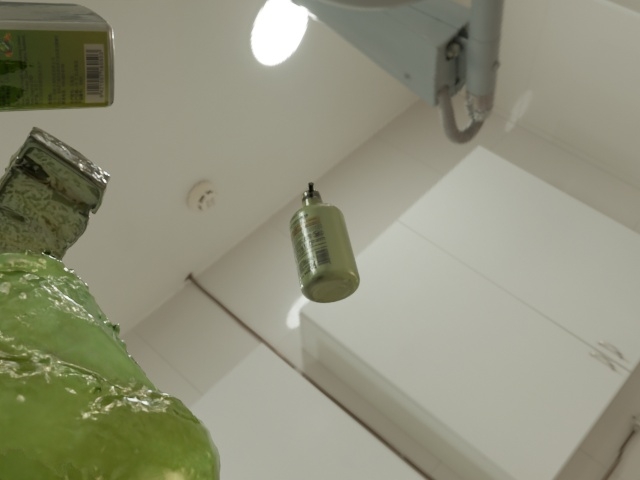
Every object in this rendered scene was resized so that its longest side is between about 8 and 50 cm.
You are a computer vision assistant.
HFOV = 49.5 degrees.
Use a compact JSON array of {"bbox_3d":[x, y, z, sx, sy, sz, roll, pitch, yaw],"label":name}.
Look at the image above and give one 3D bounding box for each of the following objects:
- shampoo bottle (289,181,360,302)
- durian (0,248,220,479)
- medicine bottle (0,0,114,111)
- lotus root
[{"bbox_3d":[0.000,0.000,0.939,0.079,0.162,0.079,-9,-34,-6],"label":"shampoo bottle"},{"bbox_3d":[-0.229,0.118,0.449,0.256,0.340,0.204,-29,-24,-39],"label":"durian"},{"bbox_3d":[-0.301,-0.173,0.642,0.189,0.132,0.088,-9,-60,-30],"label":"medicine bottle"},{"bbox_3d":[-0.374,-0.044,0.917,0.119,0.138,0.235,30,-61,-24],"label":"lotus root"}]
